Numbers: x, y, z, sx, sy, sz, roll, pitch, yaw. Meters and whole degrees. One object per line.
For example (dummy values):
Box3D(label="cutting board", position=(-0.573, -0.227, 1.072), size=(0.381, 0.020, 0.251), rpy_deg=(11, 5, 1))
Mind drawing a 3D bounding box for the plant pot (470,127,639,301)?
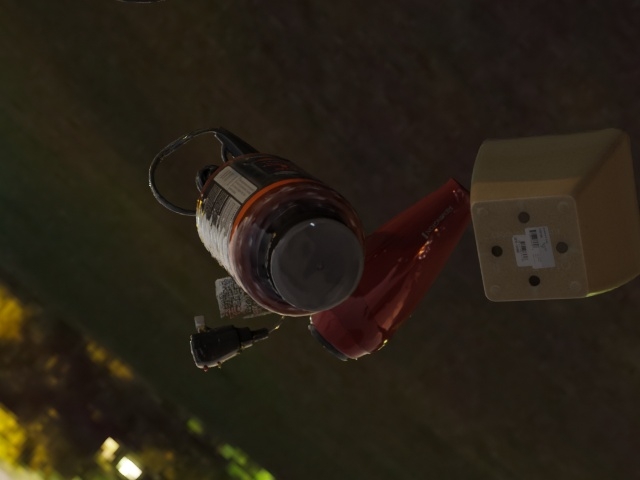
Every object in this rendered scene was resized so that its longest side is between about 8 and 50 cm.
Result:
Box3D(label="plant pot", position=(0.157, -0.010, 1.082), size=(0.109, 0.096, 0.109), rpy_deg=(-3, 108, 26))

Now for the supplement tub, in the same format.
Box3D(label="supplement tub", position=(-0.028, -0.003, 1.204), size=(0.106, 0.106, 0.198), rpy_deg=(45, 177, -21))

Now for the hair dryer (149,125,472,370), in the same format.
Box3D(label="hair dryer", position=(0.000, 0.000, 1.392), size=(0.080, 0.293, 0.223), rpy_deg=(-79, -20, -79))

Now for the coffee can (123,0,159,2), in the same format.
Box3D(label="coffee can", position=(-0.087, -0.303, 1.267), size=(0.201, 0.201, 0.275), rpy_deg=(40, -157, 10))
